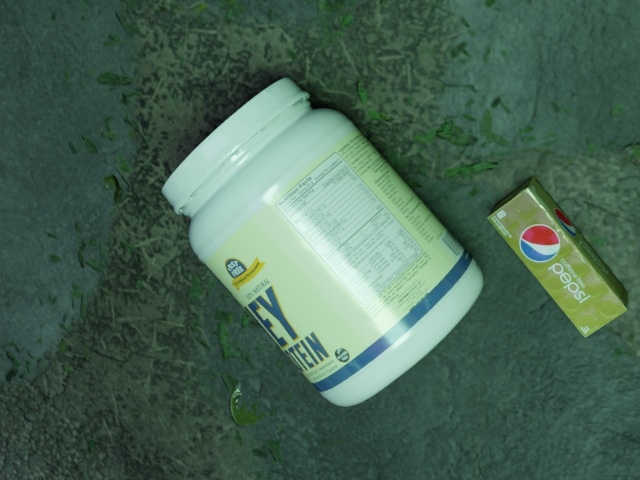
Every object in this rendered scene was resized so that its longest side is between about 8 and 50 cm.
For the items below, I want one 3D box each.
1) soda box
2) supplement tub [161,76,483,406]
[{"bbox_3d":[0.276,0.018,1.137,0.061,0.058,0.181,-39,93,25],"label":"soda box"},{"bbox_3d":[0.000,0.000,1.128,0.235,0.235,0.325,-42,91,25],"label":"supplement tub"}]
